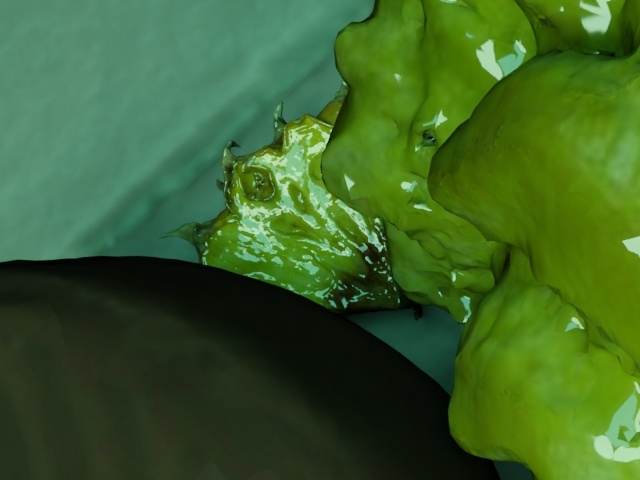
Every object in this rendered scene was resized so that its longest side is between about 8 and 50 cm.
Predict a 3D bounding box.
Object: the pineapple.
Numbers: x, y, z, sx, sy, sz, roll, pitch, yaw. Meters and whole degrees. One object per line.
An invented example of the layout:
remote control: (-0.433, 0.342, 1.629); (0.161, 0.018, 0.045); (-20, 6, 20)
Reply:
pineapple: (0.000, 0.000, 0.872); (0.116, 0.069, 0.137); (40, 100, 8)

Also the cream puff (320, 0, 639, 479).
cream puff: (0.133, -0.042, 0.722); (0.276, 0.378, 0.378); (6, 84, 10)

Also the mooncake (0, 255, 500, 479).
mooncake: (-0.080, 0.162, 0.767); (0.326, 0.174, 0.333); (-35, 78, 26)
